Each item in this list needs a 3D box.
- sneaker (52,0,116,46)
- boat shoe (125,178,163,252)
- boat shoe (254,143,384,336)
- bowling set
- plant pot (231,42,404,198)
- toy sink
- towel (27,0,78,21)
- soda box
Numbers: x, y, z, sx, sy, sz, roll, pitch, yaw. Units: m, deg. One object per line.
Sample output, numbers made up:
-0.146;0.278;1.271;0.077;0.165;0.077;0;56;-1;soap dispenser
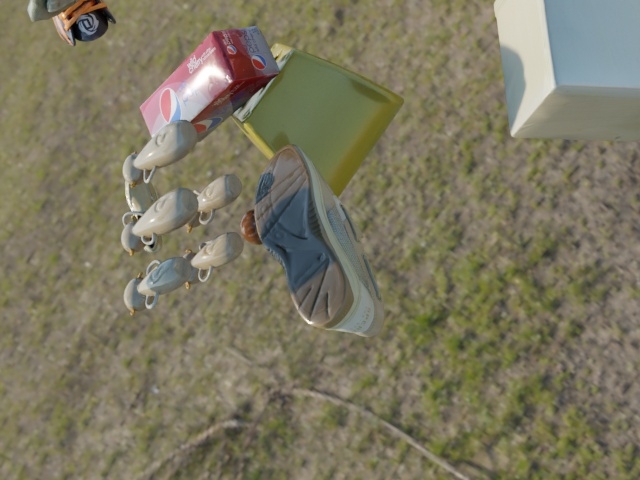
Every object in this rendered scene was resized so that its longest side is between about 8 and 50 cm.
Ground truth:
-0.390;-0.411;1.721;0.125;0.180;0.321;-28;19;-8;sneaker
-0.390;-0.067;2.384;0.068;0.190;0.072;-18;0;-3;boat shoe
0.000;0.000;1.362;0.109;0.098;0.302;-45;44;22;boat shoe
-0.178;-0.007;1.526;0.154;0.200;0.287;-29;48;41;bowling set
-0.025;-0.206;1.733;0.212;0.187;0.212;-55;20;4;plant pot
0.280;-0.235;1.144;0.131;0.153;0.234;122;147;-68;toy sink
-0.246;-0.443;1.450;0.312;0.056;0.324;-43;0;-32;towel
-0.176;-0.231;1.645;0.263;0.092;0.083;-32;79;50;soda box
